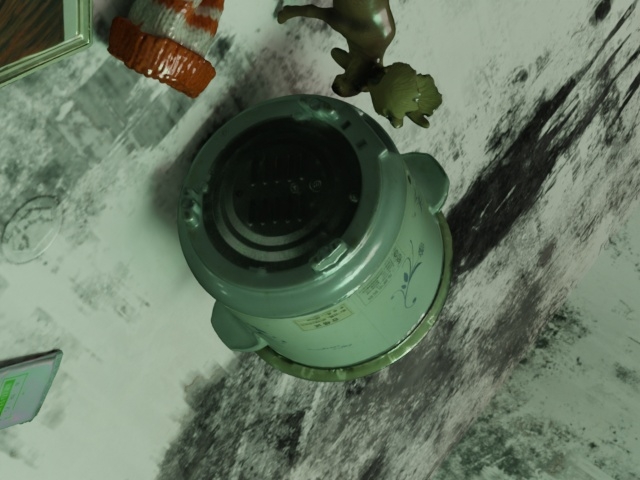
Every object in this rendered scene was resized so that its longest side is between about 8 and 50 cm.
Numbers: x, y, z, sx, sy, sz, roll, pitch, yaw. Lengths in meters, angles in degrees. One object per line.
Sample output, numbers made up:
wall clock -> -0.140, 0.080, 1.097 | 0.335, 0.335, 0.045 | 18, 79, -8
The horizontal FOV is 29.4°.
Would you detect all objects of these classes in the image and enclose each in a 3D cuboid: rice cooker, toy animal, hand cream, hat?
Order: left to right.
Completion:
hand cream -> -0.347, 0.165, 1.161 | 0.079, 0.050, 0.275 | -37, 168, 25
hat -> -0.116, -0.213, 1.061 | 0.162, 0.093, 0.112 | -63, 166, 1
rice cooker -> 0.000, 0.000, 1.311 | 0.316, 0.264, 0.317 | -29, 149, -20
toy animal -> 0.042, -0.211, 1.215 | 0.094, 0.186, 0.214 | -45, 151, -33

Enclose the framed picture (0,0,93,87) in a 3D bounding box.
framed picture -> -0.270, -0.185, 0.905 | 0.273, 0.016, 0.216 | -35, 148, -37
